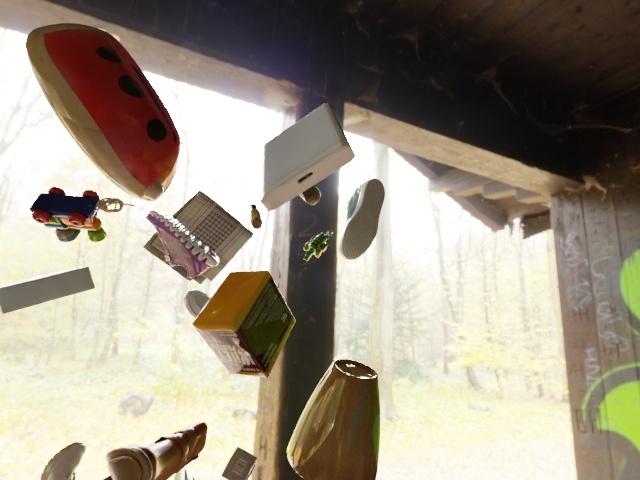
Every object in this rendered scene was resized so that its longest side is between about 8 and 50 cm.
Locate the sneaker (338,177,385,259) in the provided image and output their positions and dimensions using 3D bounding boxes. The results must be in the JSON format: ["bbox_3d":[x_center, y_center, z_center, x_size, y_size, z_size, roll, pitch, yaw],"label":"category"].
[{"bbox_3d":[0.149,-0.075,1.641,0.135,0.365,0.150,34,-25,-18],"label":"sneaker"}]

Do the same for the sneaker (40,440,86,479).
[{"bbox_3d":[-0.812,0.783,1.261,0.130,0.296,0.111,16,-24,16],"label":"sneaker"}]

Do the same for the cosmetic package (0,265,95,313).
[{"bbox_3d":[-1.063,0.185,1.508,0.378,0.097,0.285,-9,8,41],"label":"cosmetic package"}]

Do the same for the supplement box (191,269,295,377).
[{"bbox_3d":[-0.187,0.213,1.050,0.129,0.191,0.194,-5,-54,28],"label":"supplement box"}]

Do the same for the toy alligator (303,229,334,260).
[{"bbox_3d":[0.000,0.000,1.351,0.056,0.189,0.051,31,-46,13],"label":"toy alligator"}]

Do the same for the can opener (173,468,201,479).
[{"bbox_3d":[-0.373,0.719,1.164,0.074,0.093,0.280,48,-26,-5],"label":"can opener"}]

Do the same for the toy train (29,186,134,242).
[{"bbox_3d":[-0.597,-0.050,1.066,0.249,0.105,0.143,5,-40,-2],"label":"toy train"}]

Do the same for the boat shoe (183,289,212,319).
[{"bbox_3d":[-0.443,0.341,1.831,0.367,0.135,0.157,48,-52,-9],"label":"boat shoe"}]

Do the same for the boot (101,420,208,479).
[{"bbox_3d":[-0.327,0.458,0.861,0.220,0.109,0.283,-15,-34,-47],"label":"boot"}]

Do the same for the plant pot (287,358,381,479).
[{"bbox_3d":[0.060,0.446,1.039,0.238,0.253,0.237,14,3,-1],"label":"plant pot"}]

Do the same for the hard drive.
[{"bbox_3d":[-0.041,-0.198,0.902,0.203,0.307,0.040,-31,-59,12],"label":"hard drive"}]

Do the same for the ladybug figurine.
[{"bbox_3d":[-0.441,-0.287,0.884,0.162,0.449,0.305,-33,-7,2],"label":"ladybug figurine"}]

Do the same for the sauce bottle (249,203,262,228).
[{"bbox_3d":[-0.231,-0.089,1.434,0.042,0.128,0.042,-9,-53,-13],"label":"sauce bottle"}]

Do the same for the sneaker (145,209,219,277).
[{"bbox_3d":[-0.401,0.016,1.130,0.236,0.104,0.095,44,1,-7],"label":"sneaker"}]

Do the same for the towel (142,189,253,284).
[{"bbox_3d":[-0.476,0.005,1.622,0.312,0.324,0.056,44,1,-39],"label":"towel"}]

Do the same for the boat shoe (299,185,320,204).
[{"bbox_3d":[-0.059,-0.189,1.464,0.060,0.064,0.178,44,3,36],"label":"boat shoe"}]

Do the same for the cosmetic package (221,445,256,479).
[{"bbox_3d":[-0.338,0.963,1.723,0.107,0.127,0.237,27,-33,6],"label":"cosmetic package"}]
